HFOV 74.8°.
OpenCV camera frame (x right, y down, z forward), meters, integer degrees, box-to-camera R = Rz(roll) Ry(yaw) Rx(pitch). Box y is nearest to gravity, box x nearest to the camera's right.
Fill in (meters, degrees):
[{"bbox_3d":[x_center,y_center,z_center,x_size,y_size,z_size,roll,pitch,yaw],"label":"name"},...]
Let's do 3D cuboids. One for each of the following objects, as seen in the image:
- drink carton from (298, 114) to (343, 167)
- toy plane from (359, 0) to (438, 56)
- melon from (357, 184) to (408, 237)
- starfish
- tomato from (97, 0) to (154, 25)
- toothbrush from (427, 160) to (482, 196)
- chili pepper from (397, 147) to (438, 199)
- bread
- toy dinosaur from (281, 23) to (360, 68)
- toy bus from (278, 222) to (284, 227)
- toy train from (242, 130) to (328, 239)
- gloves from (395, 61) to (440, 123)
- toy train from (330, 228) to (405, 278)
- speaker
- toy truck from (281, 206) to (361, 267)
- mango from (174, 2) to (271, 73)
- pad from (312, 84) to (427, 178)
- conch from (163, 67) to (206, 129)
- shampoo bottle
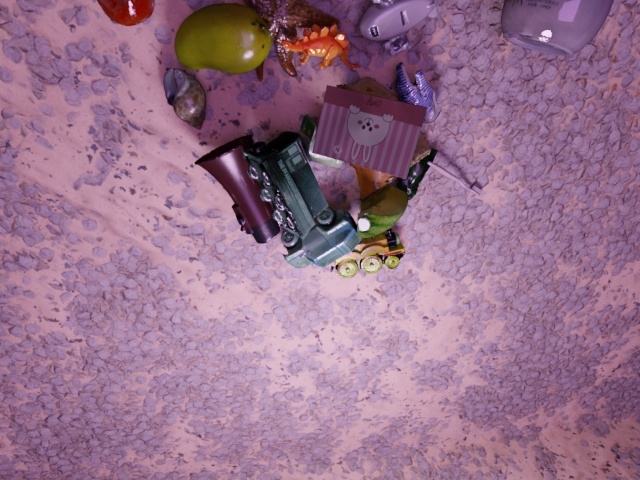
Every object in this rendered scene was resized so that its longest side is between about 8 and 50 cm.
[{"bbox_3d":[0.004,-0.304,1.356,0.142,0.146,0.144,11,118,-26],"label":"drink carton"},{"bbox_3d":[0.228,-0.659,1.199,0.251,0.118,0.252,-12,139,-11],"label":"toy plane"},{"bbox_3d":[0.185,-0.081,1.400,0.196,0.323,0.124,-31,101,27],"label":"melon"},{"bbox_3d":[-0.114,-0.632,1.166,0.326,0.094,0.375,29,116,-26],"label":"starfish"},{"bbox_3d":[-0.518,-0.644,1.097,0.155,0.069,0.156,-5,121,-8],"label":"tomato"},{"bbox_3d":[0.494,-0.228,1.524,0.306,0.025,0.030,21,106,-32],"label":"toothbrush"},{"bbox_3d":[0.339,-0.250,1.490,0.097,0.061,0.225,13,118,-17],"label":"chili pepper"},{"bbox_3d":[0.162,-0.316,1.353,0.315,0.248,0.279,50,146,8],"label":"bread"},{"bbox_3d":[0.020,-0.560,1.203,0.287,0.071,0.117,-4,136,-31],"label":"toy dinosaur"},{"bbox_3d":[-0.182,-0.084,1.478,0.174,0.077,0.079,-10,121,-4],"label":"toy bus"},{"bbox_3d":[-0.089,-0.168,1.253,0.178,0.138,0.331,-40,128,-17],"label":"toy train"},{"bbox_3d":[0.303,-0.466,1.330,0.119,0.097,0.229,-12,134,41],"label":"gloves"},{"bbox_3d":[0.180,0.045,1.607,0.295,0.101,0.161,-12,119,-4],"label":"toy train"},{"bbox_3d":[-0.210,-0.182,1.361,0.198,0.259,0.330,-1,130,43],"label":"speaker"},{"bbox_3d":[0.000,0.000,1.487,0.278,0.156,0.155,-32,155,8],"label":"toy truck"},{"bbox_3d":[-0.270,-0.541,1.136,0.292,0.143,0.176,2,119,22],"label":"mango"},{"bbox_3d":[0.130,-0.310,1.192,0.299,0.005,0.203,20,109,17],"label":"pad"},{"bbox_3d":[-0.390,-0.420,1.234,0.116,0.106,0.173,-20,105,27],"label":"conch"},{"bbox_3d":[0.669,-0.682,1.176,0.272,0.273,0.267,10,111,-16],"label":"shampoo bottle"}]
